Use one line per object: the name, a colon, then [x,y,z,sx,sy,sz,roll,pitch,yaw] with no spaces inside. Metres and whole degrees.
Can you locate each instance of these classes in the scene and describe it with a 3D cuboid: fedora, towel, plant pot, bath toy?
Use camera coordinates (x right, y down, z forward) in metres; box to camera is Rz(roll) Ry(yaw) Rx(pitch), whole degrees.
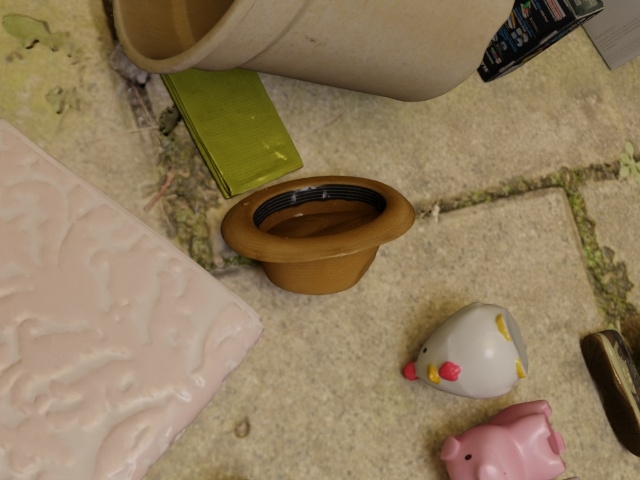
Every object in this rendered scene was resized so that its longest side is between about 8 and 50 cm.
fedora: [0.000,0.000,0.810,0.194,0.194,0.079,-19,122,-26]
towel: [-0.264,0.096,0.666,0.317,0.053,0.332,37,62,6]
towel: [-0.109,-0.166,0.856,0.102,0.021,0.237,-26,89,-25]
plant pot: [0.012,-0.278,0.785,0.305,0.334,0.333,13,72,-38]
bath toy: [0.188,0.239,0.835,0.348,0.129,0.151,69,20,2]

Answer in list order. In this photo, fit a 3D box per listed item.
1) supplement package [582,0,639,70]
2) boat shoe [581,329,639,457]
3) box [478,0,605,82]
supplement package: [0.400,-0.338,1.068,0.105,0.105,0.179,-34,92,-25]
boat shoe: [0.361,0.177,0.955,0.049,0.056,0.152,-18,85,-21]
box: [0.204,-0.317,0.941,0.051,0.175,0.220,-28,89,-27]
